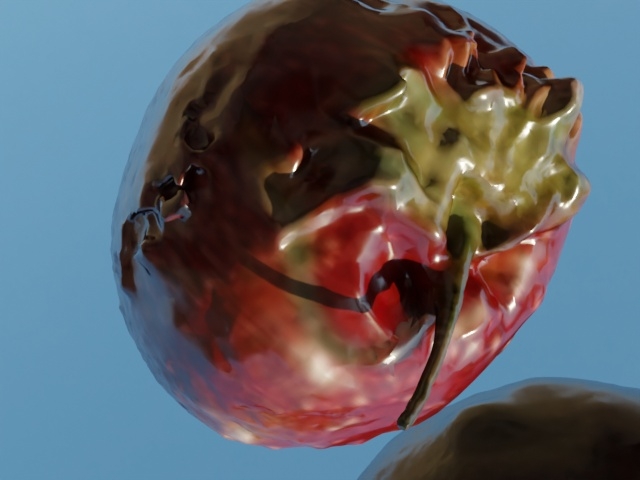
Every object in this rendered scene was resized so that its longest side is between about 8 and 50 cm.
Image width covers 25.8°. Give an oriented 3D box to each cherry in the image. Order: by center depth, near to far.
[{"bbox_3d":[0.000,0.000,0.578,0.175,0.249,0.192,27,-113,-6],"label":"cherry"}]

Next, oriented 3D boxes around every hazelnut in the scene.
[{"bbox_3d":[0.212,0.294,1.164,0.421,0.421,0.353,6,-154,25],"label":"hazelnut"}]
